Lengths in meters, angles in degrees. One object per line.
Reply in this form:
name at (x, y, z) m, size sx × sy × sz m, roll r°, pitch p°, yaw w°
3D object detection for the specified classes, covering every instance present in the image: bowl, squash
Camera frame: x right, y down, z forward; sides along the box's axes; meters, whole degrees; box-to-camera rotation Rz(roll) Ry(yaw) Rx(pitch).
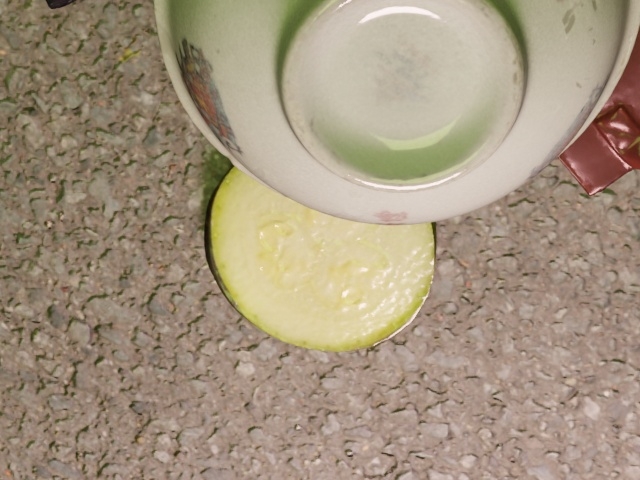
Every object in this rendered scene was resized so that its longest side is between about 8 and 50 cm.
bowl at (0.063, -0.161, 0.913) m, size 0.435 × 0.196 × 0.434 m, roll 1°, pitch 121°, yaw 2°
squash at (0.000, 0.000, 1.195) m, size 0.252 × 0.049 × 0.252 m, roll 4°, pitch 113°, yaw 10°

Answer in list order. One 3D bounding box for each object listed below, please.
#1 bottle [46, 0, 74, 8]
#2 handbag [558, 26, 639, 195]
bottle at (-0.294, -0.351, 1.100) m, size 0.082 × 0.072 × 0.244 m, roll -9°, pitch 114°, yaw 59°
handbag at (0.279, -0.210, 1.035) m, size 0.260 × 0.084 × 0.275 m, roll -34°, pitch 105°, yaw 25°
